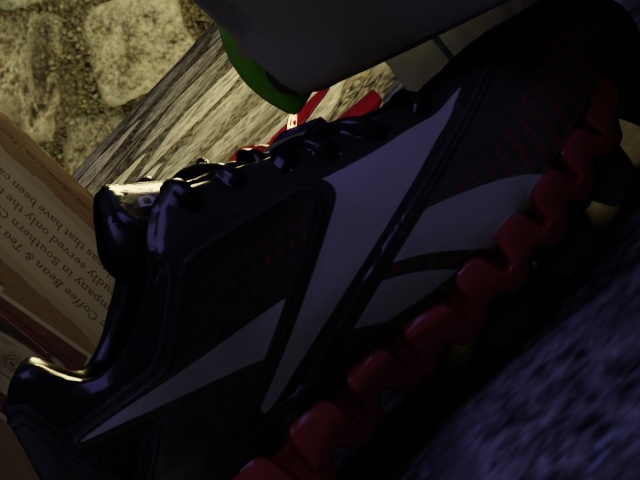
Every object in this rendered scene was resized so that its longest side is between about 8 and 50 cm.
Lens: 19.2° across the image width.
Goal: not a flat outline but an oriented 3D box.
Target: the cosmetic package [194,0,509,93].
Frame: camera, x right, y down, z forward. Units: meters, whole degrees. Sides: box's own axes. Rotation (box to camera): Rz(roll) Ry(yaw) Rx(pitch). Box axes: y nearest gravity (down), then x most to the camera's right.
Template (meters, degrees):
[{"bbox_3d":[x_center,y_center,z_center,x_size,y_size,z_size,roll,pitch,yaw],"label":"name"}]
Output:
[{"bbox_3d":[0.047,-0.317,0.642,0.394,0.329,0.327,-51,12,-17],"label":"cosmetic package"}]

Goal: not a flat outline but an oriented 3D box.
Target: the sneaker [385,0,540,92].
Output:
[{"bbox_3d":[0.079,-0.131,0.931,0.091,0.094,0.258,-38,16,21],"label":"sneaker"}]

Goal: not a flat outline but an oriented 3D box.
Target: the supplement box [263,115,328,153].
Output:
[{"bbox_3d":[-0.004,0.009,0.765,0.083,0.083,0.056,-49,10,-14],"label":"supplement box"}]

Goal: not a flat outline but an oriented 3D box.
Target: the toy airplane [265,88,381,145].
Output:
[{"bbox_3d":[-0.015,-0.055,1.199,0.151,0.028,0.151,-46,10,11],"label":"toy airplane"}]

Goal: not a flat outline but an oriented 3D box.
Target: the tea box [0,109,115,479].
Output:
[{"bbox_3d":[-0.284,0.073,0.970,0.323,0.329,0.220,-37,14,40],"label":"tea box"}]

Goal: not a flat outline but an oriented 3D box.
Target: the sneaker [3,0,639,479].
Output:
[{"bbox_3d":[0.000,0.000,0.652,0.276,0.135,0.097,-47,9,-9],"label":"sneaker"}]

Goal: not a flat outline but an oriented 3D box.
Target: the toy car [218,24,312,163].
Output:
[{"bbox_3d":[-0.030,-0.054,0.868,0.239,0.053,0.225,-64,-14,-65],"label":"toy car"}]
